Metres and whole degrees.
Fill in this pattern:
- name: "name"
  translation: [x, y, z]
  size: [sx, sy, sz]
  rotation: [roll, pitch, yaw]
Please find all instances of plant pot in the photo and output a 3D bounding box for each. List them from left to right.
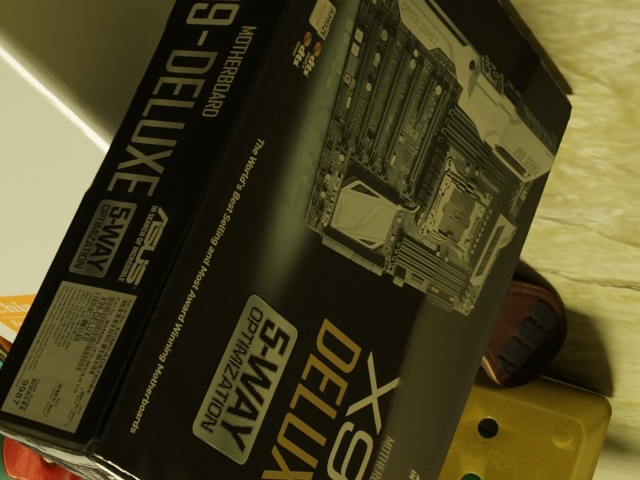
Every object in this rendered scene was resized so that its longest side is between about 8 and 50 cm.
- name: "plant pot"
  translation: [0.117, 0.196, 1.180]
  size: [0.212, 0.212, 0.187]
  rotation: [17, 174, 6]

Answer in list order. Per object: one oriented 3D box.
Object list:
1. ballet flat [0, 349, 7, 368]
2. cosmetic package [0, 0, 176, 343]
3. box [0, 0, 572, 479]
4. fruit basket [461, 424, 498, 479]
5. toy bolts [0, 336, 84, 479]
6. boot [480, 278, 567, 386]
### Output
- name: "ballet flat"
  translation: [-0.520, 0.131, 1.824]
  size: [0.348, 0.123, 0.123]
  rotation: [28, 158, -23]
- name: "cosmetic package"
  translation: [-0.161, -0.080, 0.811]
  size: [0.230, 0.162, 0.453]
  rotation: [-6, 149, 29]
- name: "box"
  translation: [0.000, 0.000, 0.705]
  size: [0.076, 0.307, 0.242]
  rotation: [8, 157, 38]
- name: "fruit basket"
  translation: [0.120, 0.365, 1.368]
  size: [0.392, 0.392, 0.283]
  rotation: [23, -179, -8]
- name: "toy bolts"
  translation: [-0.234, 0.149, 1.428]
  size: [0.218, 0.229, 0.158]
  rotation: [21, 160, -20]
- name: "boot"
  translation: [0.108, 0.043, 1.097]
  size: [0.106, 0.082, 0.219]
  rotation: [37, -177, 33]
